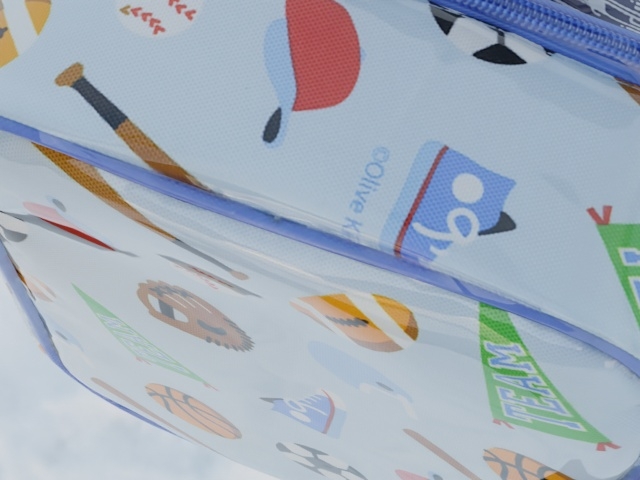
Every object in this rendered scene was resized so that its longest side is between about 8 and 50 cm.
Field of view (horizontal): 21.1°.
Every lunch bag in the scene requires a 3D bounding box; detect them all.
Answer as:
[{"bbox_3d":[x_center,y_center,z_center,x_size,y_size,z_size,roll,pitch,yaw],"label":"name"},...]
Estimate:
[{"bbox_3d":[0.000,0.000,0.547,0.243,0.303,0.115,22,70,6],"label":"lunch bag"}]
